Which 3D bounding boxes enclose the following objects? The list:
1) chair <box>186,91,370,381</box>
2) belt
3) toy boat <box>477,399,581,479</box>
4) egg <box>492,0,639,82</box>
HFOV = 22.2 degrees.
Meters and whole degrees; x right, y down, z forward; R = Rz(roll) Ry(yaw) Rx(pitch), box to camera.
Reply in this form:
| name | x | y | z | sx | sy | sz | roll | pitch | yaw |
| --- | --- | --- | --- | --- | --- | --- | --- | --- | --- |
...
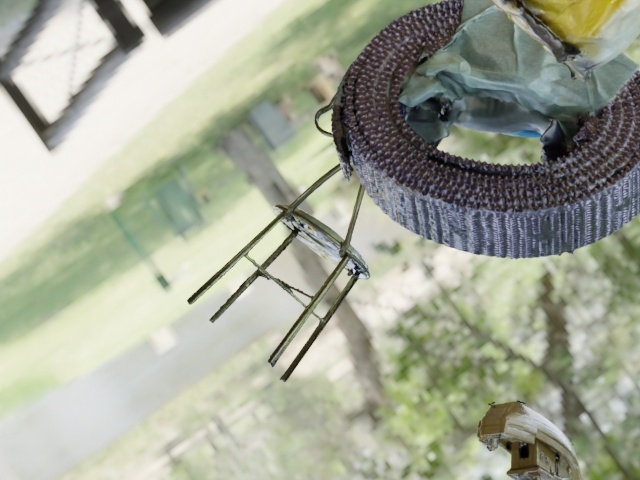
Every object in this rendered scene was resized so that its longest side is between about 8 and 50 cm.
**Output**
| name | x | y | z | sx | sy | sz | roll | pitch | yaw |
| --- | --- | --- | --- | --- | --- | --- | --- | --- | --- |
| chair | 0.000 | 0.000 | 1.990 | 0.325 | 0.160 | 0.170 | -53 | 166 | -7 |
| belt | 0.178 | -0.115 | 1.629 | 0.122 | 0.325 | 0.260 | 74 | 36 | -56 |
| toy boat | 0.237 | 0.239 | 1.822 | 0.064 | 0.072 | 0.206 | -11 | 150 | 31 |
| egg | 0.160 | -0.300 | 1.285 | 0.201 | 0.337 | 0.337 | -42 | 175 | 8 |
